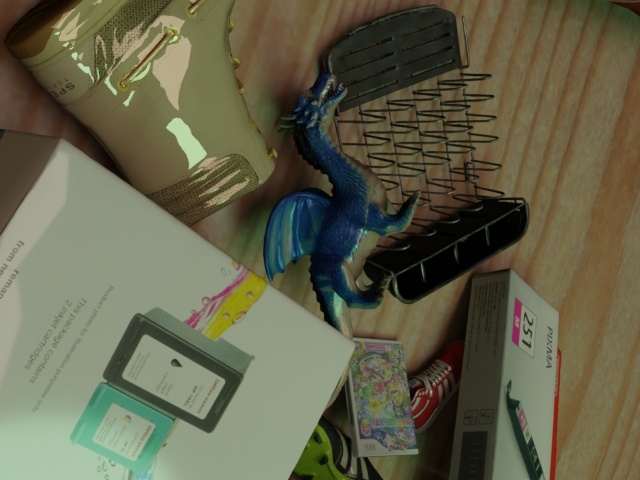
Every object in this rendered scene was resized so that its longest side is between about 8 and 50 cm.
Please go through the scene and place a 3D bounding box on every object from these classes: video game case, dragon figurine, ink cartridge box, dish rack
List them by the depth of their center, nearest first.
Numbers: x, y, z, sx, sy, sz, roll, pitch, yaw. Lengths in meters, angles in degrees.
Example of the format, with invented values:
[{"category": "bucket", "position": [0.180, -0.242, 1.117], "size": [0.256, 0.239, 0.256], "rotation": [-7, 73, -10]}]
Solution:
[{"category": "ink cartridge box", "position": [-0.158, 0.078, 0.548], "size": [0.270, 0.198, 0.197], "rotation": [39, 75, -38]}, {"category": "dragon figurine", "position": [0.000, 0.000, 0.710], "size": [0.085, 0.144, 0.289], "rotation": [-41, 149, -76]}, {"category": "dish rack", "position": [0.108, -0.096, 0.802], "size": [0.208, 0.074, 0.272], "rotation": [-27, 115, -32]}, {"category": "video game case", "position": [0.061, 0.163, 0.823], "size": [0.087, 0.011, 0.122], "rotation": [10, 64, -40]}, {"category": "ink cartridge box", "position": [0.247, 0.208, 0.924], "size": [0.239, 0.060, 0.275], "rotation": [35, 55, -37]}]

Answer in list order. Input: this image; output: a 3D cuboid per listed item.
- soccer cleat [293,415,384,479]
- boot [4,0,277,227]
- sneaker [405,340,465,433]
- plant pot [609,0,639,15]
[{"category": "soccer cleat", "position": [0.010, 0.221, 0.806], "size": [0.060, 0.072, 0.179], "rotation": [-33, 107, 18]}, {"category": "boot", "position": [-0.084, -0.151, 0.624], "size": [0.262, 0.095, 0.203], "rotation": [-48, 126, -24]}, {"category": "sneaker", "position": [0.123, 0.156, 0.887], "size": [0.067, 0.042, 0.118], "rotation": [43, 75, -39]}, {"category": "plant pot", "position": [0.437, -0.358, 0.901], "size": [0.265, 0.272, 0.272], "rotation": [12, 92, -47]}]
